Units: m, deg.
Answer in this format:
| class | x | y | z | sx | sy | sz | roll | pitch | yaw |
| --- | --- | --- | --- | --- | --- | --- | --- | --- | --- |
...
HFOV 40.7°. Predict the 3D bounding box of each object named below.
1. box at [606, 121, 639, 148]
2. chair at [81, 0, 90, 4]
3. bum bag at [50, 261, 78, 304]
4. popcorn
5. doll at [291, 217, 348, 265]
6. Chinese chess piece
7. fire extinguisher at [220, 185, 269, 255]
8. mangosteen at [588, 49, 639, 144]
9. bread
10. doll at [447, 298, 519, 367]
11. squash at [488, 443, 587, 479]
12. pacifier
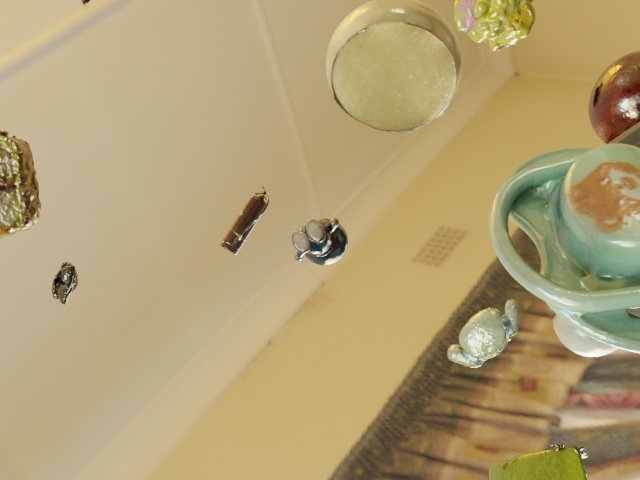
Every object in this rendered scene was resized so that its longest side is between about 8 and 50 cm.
| class | x | y | z | sx | sy | sz | roll | pitch | yaw |
| --- | --- | --- | --- | --- | --- | --- | --- | --- | --- |
| box | 0.422 | -0.101 | 1.309 | 0.243 | 0.055 | 0.103 | -31 | -13 | -23 |
| chair | -0.265 | -0.393 | 1.106 | 0.174 | 0.213 | 0.149 | -49 | -50 | -20 |
| bum bag | -0.361 | 0.059 | 1.221 | 0.034 | 0.124 | 0.058 | 16 | -92 | -16 |
| popcorn | 0.265 | -0.359 | 1.320 | 0.126 | 0.145 | 0.126 | 21 | -79 | -10 |
| doll | 0.000 | 0.000 | 1.551 | 0.114 | 0.086 | 0.152 | -34 | -15 | 13 |
| Chinese chess piece | 0.181 | -0.430 | 2.133 | 0.141 | 0.338 | 0.338 | -82 | -23 | -49 |
| fire extinguisher | -0.150 | -0.044 | 1.813 | 0.045 | 0.078 | 0.157 | 37 | -97 | -32 |
| mangosteen | 0.655 | -0.249 | 1.697 | 0.215 | 0.258 | 0.215 | -22 | -28 | -13 |
| bread | -0.587 | -0.085 | 1.440 | 0.096 | 0.222 | 0.182 | -132 | 30 | -85 |
| doll | 0.388 | 0.222 | 2.029 | 0.214 | 0.103 | 0.071 | -44 | -30 | 17 |
| squash | 0.224 | 0.352 | 0.820 | 0.203 | 0.111 | 0.289 | 54 | -152 | -62 |
| pacifier | 0.334 | 0.037 | 1.039 | 0.343 | 0.288 | 0.269 | -99 | 9 | -49 |
